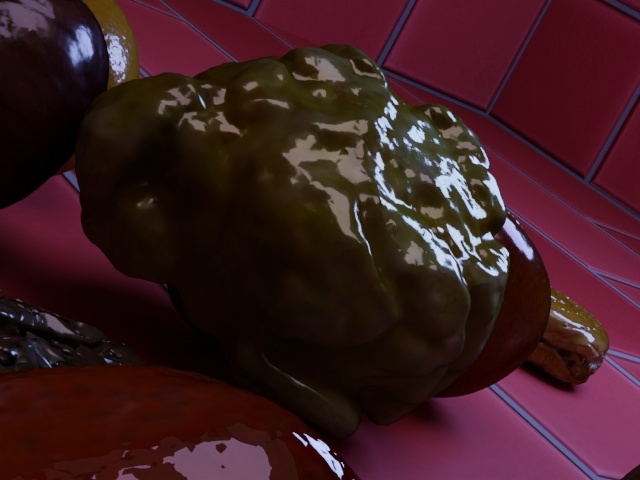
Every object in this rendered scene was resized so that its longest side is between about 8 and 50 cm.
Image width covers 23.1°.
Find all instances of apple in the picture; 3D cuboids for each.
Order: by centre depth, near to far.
[{"bbox_3d":[0.091,0.040,1.444,0.235,0.173,0.210,18,-33,43],"label":"apple"}]

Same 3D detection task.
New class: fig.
[{"bbox_3d":[-0.283,-0.129,1.214,0.214,0.235,0.235,61,8,-11],"label":"fig"}]

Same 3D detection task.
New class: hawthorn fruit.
[{"bbox_3d":[-0.110,0.141,0.606,0.299,0.211,0.211,12,18,-23],"label":"hawthorn fruit"}]

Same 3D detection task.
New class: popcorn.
[{"bbox_3d":[-0.009,-0.017,1.232,0.334,0.294,0.292,28,-9,16],"label":"popcorn"}]

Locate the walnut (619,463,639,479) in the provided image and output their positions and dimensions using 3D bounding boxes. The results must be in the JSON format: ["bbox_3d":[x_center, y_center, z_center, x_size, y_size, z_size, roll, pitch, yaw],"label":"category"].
[{"bbox_3d":[0.293,0.227,0.942,0.285,0.285,0.296,30,41,8],"label":"walnut"}]

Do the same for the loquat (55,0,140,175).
[{"bbox_3d":[-0.271,-0.157,1.421,0.208,0.208,0.208,27,13,-6],"label":"loquat"}]

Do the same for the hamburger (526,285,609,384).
[{"bbox_3d":[0.260,0.102,1.799,0.147,0.083,0.138,34,9,10],"label":"hamburger"}]

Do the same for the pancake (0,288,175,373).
[{"bbox_3d":[-0.116,0.119,0.908,0.382,0.071,0.382,28,4,-2],"label":"pancake"}]
